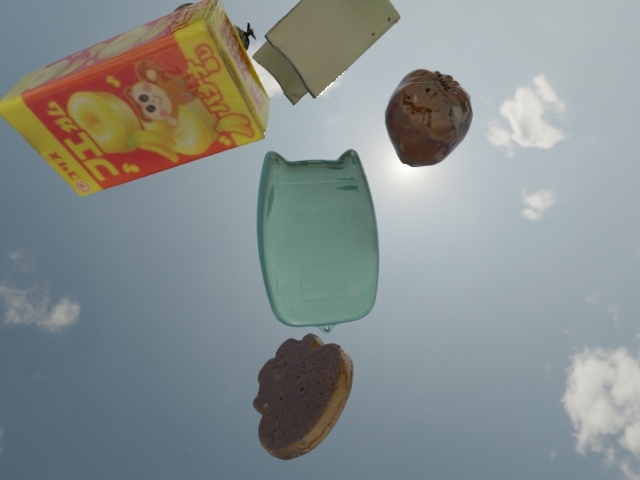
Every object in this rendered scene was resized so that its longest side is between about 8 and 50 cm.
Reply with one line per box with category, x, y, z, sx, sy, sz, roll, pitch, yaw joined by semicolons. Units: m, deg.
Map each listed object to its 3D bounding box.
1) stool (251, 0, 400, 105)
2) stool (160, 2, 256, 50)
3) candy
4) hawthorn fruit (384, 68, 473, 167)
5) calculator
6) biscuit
stool;0.001;-0.473;1.042;0.270;0.243;0.170;-45;-71;-3
stool;-0.255;-0.455;0.997;0.217;0.125;0.121;14;-158;8
candy;-0.213;-0.161;0.534;0.276;0.146;0.088;-16;-135;15
hawthorn fruit;0.351;-0.402;1.513;0.309;0.324;0.308;22;-151;-13
calculator;0.000;0.000;0.923;0.256;0.054;0.385;-4;-90;-14
biscuit;-0.021;0.156;0.474;0.026;0.175;0.124;44;-97;-18
